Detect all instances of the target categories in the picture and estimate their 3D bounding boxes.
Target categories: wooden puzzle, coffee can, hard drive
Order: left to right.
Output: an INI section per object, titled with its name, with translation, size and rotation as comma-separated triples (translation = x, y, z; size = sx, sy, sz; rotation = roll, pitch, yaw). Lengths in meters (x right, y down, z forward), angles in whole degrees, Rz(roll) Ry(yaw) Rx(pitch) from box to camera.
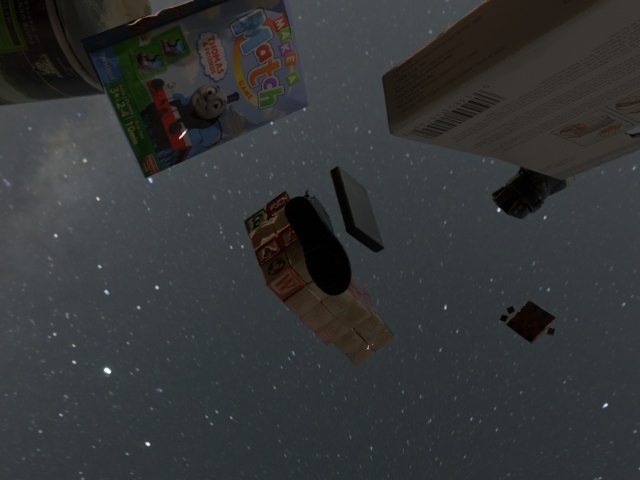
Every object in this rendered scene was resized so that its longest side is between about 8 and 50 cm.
[coffee can]
translation = -0.383, -0.273, 0.809
size = 0.276, 0.201, 0.201
rotation = -2, -119, 17
[hard drive]
translation = 0.062, -0.052, 1.091
size = 0.022, 0.094, 0.135
rotation = -31, -129, 23
[wooden puzzle]
translation = 0.293, 0.113, 0.895
size = 0.049, 0.006, 0.083
rotation = -44, -142, -3

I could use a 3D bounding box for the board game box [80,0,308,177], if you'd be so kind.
[board game box]
translation = -0.123, -0.178, 0.694
size = 0.212, 0.160, 0.039
rotation = -28, -132, -15

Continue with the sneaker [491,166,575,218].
[sneaker]
translation = 0.416, -0.136, 1.296
size = 0.163, 0.226, 0.086
rotation = -36, -133, 9

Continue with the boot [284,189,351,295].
[boot]
translation = 0.000, 0.001, 0.712
size = 0.045, 0.099, 0.121
rotation = -29, -92, 5

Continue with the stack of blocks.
[stack of blocks]
translation = 0.008, 0.080, 1.043
size = 0.087, 0.297, 0.171
rotation = -35, -141, 6

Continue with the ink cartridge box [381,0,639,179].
[ink cartridge box]
translation = 0.245, -0.148, 0.534
size = 0.261, 0.296, 0.066
rotation = 7, -110, -36
